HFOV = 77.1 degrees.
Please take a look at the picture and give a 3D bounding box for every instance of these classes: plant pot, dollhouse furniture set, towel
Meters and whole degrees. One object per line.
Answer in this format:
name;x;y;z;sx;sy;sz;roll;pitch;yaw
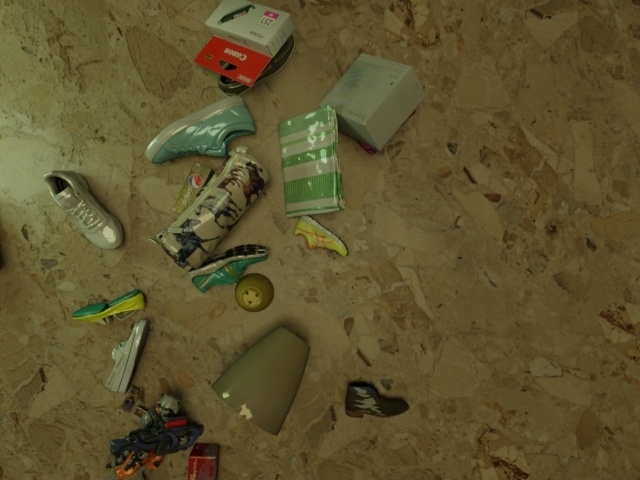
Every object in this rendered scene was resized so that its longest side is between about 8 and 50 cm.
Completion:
plant pot;-0.162;0.422;1.291;0.257;0.256;0.274;36;74;-4
dollhouse furniture set;-0.609;0.560;1.333;0.114;0.081;0.091;31;90;-4
plant pot;-0.224;0.180;1.334;0.134;0.095;0.134;0;92;-4
towel;-0.037;-0.242;1.281;0.248;0.038;0.324;-5;90;40

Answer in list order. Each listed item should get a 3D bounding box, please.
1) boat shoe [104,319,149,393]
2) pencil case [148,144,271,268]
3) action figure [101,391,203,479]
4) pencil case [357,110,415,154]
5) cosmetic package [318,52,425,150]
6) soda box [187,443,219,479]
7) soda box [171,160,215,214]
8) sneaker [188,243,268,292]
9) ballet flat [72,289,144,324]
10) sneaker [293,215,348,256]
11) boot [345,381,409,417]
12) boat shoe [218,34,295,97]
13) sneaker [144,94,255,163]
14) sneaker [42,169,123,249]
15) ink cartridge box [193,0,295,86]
boat shoe;-0.640;0.377;1.319;0.084;0.095;0.258;19;90;-8
pencil case;-0.332;-0.103;1.260;0.160;0.183;0.410;35;81;21
action figure;-0.568;0.633;1.270;0.179;0.341;0.330;28;82;34
pencil case;0.218;-0.387;1.338;0.095;0.098;0.209;41;90;-4
cosmetic package;0.157;-0.437;1.259;0.224;0.138;0.224;-52;50;0
soda box;-0.397;0.832;1.353;0.092;0.083;0.263;4;91;-4
soda box;-0.420;-0.165;1.331;0.061;0.058;0.181;25;91;-4
sneaker;-0.297;0.091;1.340;0.276;0.107;0.109;-21;109;4
ballet flat;-0.693;0.236;1.326;0.231;0.077;0.077;-19;109;-4
sneaker;0.000;0.000;1.353;0.209;0.081;0.094;35;90;8
boot;0.193;0.540;1.377;0.219;0.082;0.106;-4;95;-1
boat shoe;-0.205;-0.583;1.311;0.305;0.091;0.109;-39;94;-1
sneaker;-0.378;-0.320;1.291;0.366;0.135;0.150;-30;90;-1
sneaker;-0.758;-0.091;1.269;0.114;0.152;0.305;-38;95;-3
ink cartridge box;-0.254;-0.629;1.253;0.275;0.060;0.238;31;81;24
